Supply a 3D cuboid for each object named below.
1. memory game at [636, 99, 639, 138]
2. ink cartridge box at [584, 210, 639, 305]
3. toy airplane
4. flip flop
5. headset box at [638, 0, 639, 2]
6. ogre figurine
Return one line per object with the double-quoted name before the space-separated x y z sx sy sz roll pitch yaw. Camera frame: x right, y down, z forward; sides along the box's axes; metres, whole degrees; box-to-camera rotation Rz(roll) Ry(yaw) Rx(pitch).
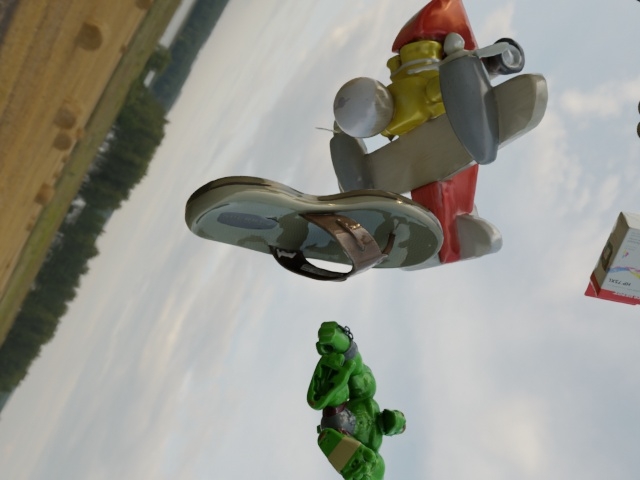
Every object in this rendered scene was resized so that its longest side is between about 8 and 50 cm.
"memory game" 0.588 -0.195 1.205 0.186 0.012 0.186 173 -90 -78
"ink cartridge box" 0.686 0.061 1.594 0.078 0.134 0.231 -79 180 -58
"toy airplane" 0.138 -0.141 1.056 0.386 0.272 0.384 -62 -153 29
"flip flop" 0.000 0.000 0.736 0.112 0.277 0.080 -53 -142 41
"headset box" 0.443 -0.439 0.916 0.283 0.131 0.246 47 -50 29
"ogre figurine" 0.033 0.194 0.784 0.097 0.118 0.197 -31 -117 12
